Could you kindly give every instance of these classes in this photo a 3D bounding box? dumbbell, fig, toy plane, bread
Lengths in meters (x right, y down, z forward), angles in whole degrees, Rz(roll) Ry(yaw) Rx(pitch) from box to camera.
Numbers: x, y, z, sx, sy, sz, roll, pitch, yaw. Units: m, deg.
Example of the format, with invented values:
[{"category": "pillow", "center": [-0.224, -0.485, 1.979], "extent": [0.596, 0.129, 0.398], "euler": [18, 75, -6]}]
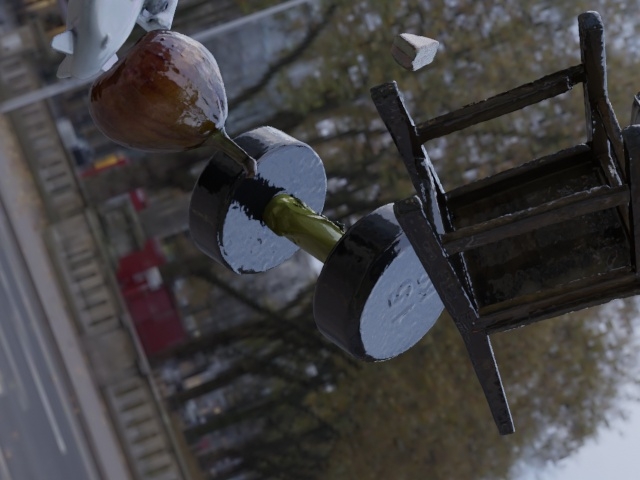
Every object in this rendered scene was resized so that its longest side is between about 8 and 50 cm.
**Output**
[{"category": "dumbbell", "center": [0.000, 0.000, 1.756], "extent": [0.322, 0.204, 0.203], "euler": [33, -29, 35]}, {"category": "fig", "center": [-0.173, -0.173, 1.608], "extent": [0.148, 0.202, 0.149], "euler": [-145, -113, -69]}, {"category": "toy plane", "center": [-0.333, -0.369, 2.052], "extent": [0.123, 0.267, 0.266], "euler": [4, -62, 49]}, {"category": "bread", "center": [0.139, -0.294, 2.081], "extent": [0.109, 0.062, 0.043], "euler": [-38, 148, -64]}]

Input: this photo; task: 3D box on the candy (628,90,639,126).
[{"category": "candy", "center": [0.551, -0.142, 1.954], "extent": [0.137, 0.195, 0.184], "euler": [-116, -162, -45]}]

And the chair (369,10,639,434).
[{"category": "chair", "center": [0.235, 0.002, 1.403], "extent": [0.416, 0.241, 0.203], "euler": [60, 14, -48]}]
